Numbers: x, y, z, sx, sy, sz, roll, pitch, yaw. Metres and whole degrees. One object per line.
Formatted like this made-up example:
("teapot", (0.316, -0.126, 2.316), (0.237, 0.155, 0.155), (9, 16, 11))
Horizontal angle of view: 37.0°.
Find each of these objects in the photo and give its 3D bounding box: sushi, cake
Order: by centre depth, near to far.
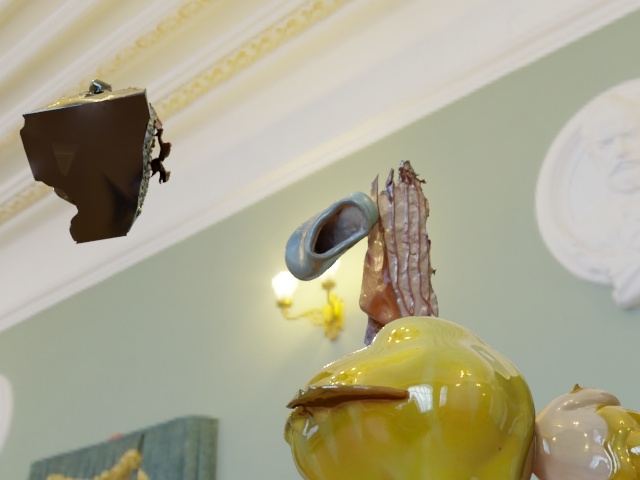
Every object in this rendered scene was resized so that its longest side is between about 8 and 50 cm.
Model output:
("sushi", (-0.263, -0.112, 1.190), (0.153, 0.150, 0.172), (-9, -63, 2))
("cake", (0.122, 0.027, 1.405), (0.098, 0.288, 0.135), (-4, 11, -24))

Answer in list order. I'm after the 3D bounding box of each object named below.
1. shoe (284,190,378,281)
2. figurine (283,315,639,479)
("shoe", (0.000, 0.000, 1.369), (0.195, 0.079, 0.078), (-37, -7, 38))
("figurine", (0.097, 0.116, 0.542), (0.246, 0.156, 0.131), (7, -32, -10))
